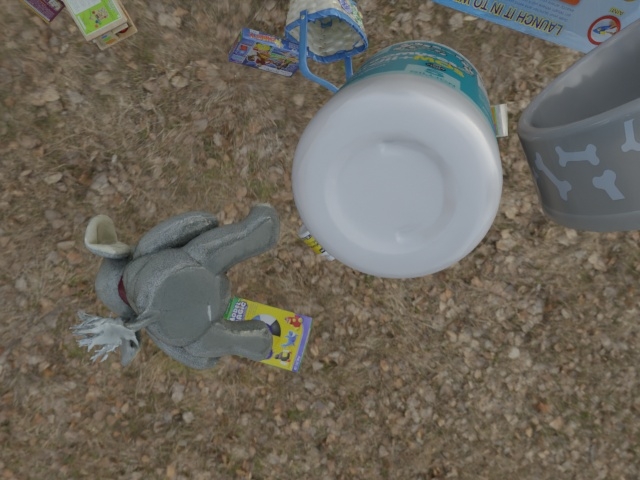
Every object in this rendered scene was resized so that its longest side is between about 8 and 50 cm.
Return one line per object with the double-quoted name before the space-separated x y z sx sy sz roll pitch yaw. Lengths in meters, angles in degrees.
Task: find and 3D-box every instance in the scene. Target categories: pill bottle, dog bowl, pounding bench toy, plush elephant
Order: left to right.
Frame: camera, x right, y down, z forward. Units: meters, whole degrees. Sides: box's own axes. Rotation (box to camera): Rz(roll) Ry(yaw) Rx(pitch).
"pounding bench toy" -0.265 -0.279 0.568 0.052 0.065 0.083 -29 104 -2
"plush elephant" -0.258 0.074 0.802 0.329 0.255 0.272 -14 112 -35
"pill bottle" 0.000 0.000 1.288 0.065 0.065 0.116 -44 114 6
"pill bottle" 0.077 -0.092 0.430 0.146 0.264 0.146 7 120 12
"dog bowl" 0.355 -0.155 0.463 0.348 0.349 0.102 -37 102 4

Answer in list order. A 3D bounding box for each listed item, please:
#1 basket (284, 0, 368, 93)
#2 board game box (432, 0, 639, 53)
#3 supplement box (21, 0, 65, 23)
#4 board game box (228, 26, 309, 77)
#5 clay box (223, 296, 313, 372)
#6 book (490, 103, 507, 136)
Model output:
"basket" 0.017 -0.574 1.384 0.200 0.254 0.289 -2 86 32
"board game box" 0.340 -0.428 0.623 0.307 0.086 0.302 17 136 -4
"supplement box" -0.381 -0.351 0.675 0.055 0.083 0.043 42 61 -37
"board game box" -0.151 -0.543 1.407 0.201 0.136 0.035 6 78 -27
"clay box" -0.139 0.213 1.115 0.221 0.053 0.128 14 76 6
"book" 0.509 -0.366 1.499 0.035 0.144 0.097 -19 107 -31
